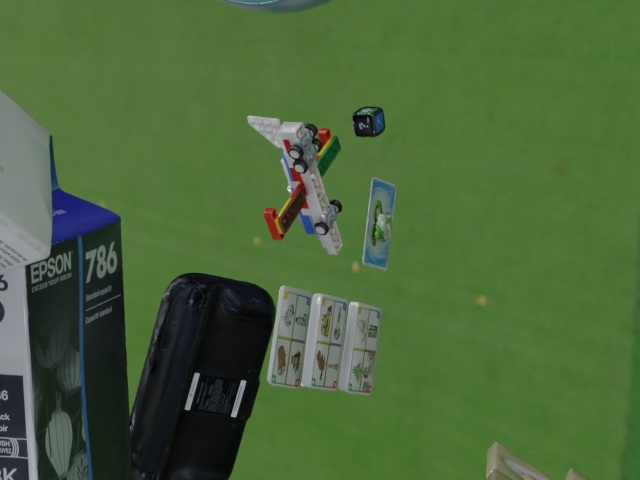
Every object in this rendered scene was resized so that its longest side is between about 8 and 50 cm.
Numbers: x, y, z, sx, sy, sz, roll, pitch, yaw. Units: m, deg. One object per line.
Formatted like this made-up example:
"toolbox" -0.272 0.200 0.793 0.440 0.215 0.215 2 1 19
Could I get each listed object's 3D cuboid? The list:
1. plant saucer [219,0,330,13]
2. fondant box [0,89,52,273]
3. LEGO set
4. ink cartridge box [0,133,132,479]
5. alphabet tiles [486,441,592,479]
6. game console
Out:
"plant saucer" -0.097 -0.347 1.422 0.317 0.044 0.318 23 142 20
"fondant box" -0.352 -0.031 0.807 0.330 0.238 0.096 -19 57 17
"LEGO set" 0.000 0.000 1.196 0.060 0.182 0.244 5 85 28
"ink cartridge box" -0.209 0.089 1.117 0.065 0.165 0.333 0 101 18
"alphabet tiles" 0.232 0.229 0.787 0.342 0.285 0.011 34 101 2
"game console" -0.115 0.206 1.282 0.044 0.213 0.361 32 109 56
